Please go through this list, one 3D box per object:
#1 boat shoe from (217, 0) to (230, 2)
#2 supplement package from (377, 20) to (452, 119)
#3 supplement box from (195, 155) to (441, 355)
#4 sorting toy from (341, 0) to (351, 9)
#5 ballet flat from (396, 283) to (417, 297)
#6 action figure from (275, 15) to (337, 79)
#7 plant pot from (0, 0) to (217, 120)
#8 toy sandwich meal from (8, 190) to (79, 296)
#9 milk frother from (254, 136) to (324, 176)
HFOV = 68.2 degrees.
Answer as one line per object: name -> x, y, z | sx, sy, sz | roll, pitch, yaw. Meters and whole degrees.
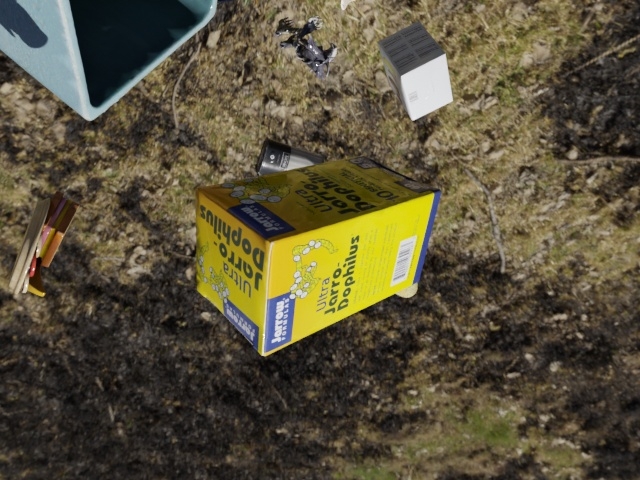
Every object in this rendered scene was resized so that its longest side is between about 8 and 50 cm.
boat shoe -> -0.196, -0.455, 0.830 | 0.206, 0.064, 0.075 | -2, 130, 4
supplement package -> 0.304, -0.542, 1.515 | 0.150, 0.203, 0.194 | -25, 144, 6
supplement box -> 0.000, 0.000, 0.781 | 0.357, 0.194, 0.195 | -19, 128, -38
sorting toy -> 0.059, -0.530, 0.993 | 0.045, 0.075, 0.083 | 17, 164, 0
ballet flat -> 0.248, 0.061, 1.652 | 0.123, 0.123, 0.348 | -28, 100, 16
action figure -> -0.027, -0.626, 1.504 | 0.141, 0.275, 0.164 | -40, 146, -5
plant pot -> -0.267, -0.334, 0.472 | 0.252, 0.247, 0.247 | 33, 150, -1
toy sandwich meal -> -0.214, 0.004, 0.368 | 0.029, 0.085, 0.085 | 19, 124, -32
milk frother -> -0.080, -0.165, 1.089 | 0.135, 0.143, 0.129 | 15, 111, -16
